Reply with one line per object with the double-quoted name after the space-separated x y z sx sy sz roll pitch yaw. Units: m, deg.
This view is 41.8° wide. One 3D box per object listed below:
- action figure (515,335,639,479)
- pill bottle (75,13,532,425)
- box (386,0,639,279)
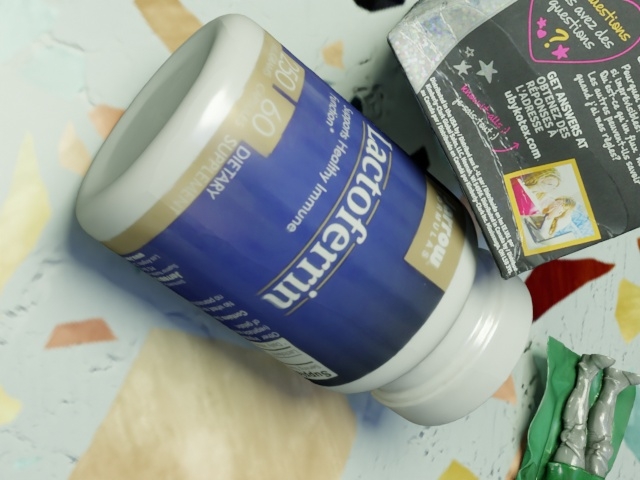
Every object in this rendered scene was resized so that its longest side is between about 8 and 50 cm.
0.204 0.210 0.686 0.137 0.063 0.232 26 77 -31 "action figure"
0.000 0.000 0.519 0.265 0.153 0.153 37 69 -24 "pill bottle"
0.148 -0.111 0.548 0.163 0.142 0.247 62 17 -13 "box"
